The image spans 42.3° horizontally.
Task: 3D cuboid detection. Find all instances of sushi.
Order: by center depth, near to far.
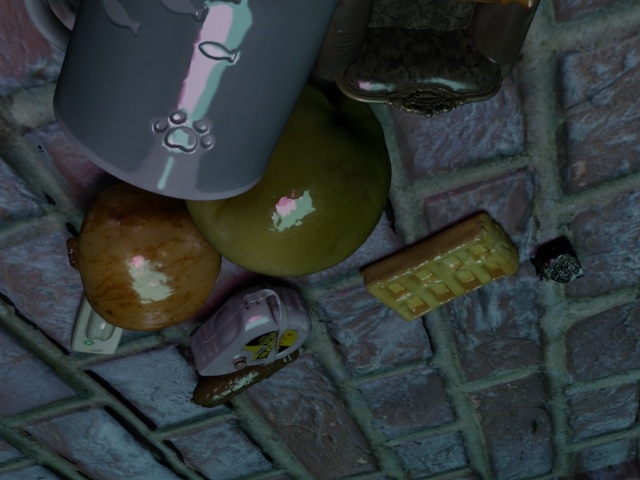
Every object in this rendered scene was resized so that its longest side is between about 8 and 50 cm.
[{"bbox_3d":[0.455,0.044,1.603,0.085,0.056,0.083,-24,142,16],"label":"sushi"}]

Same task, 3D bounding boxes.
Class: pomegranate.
[{"bbox_3d":[-0.266,0.022,1.254,0.248,0.248,0.248,-7,144,-5],"label":"pomegranate"}]

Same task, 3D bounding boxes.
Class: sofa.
[{"bbox_3d":[0.129,-0.281,0.980,0.258,0.182,0.200,-2,142,-12],"label":"sofa"}]

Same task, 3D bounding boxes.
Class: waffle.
[{"bbox_3d":[0.227,0.055,1.559,0.274,0.057,0.168,-27,140,21],"label":"waffle"}]

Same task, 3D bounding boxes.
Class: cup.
[{"bbox_3d":[-0.168,-0.256,0.895,0.357,0.259,0.274,34,123,5],"label":"cup"}]

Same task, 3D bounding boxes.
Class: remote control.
[{"bbox_3d":[-0.402,0.145,1.523,0.090,0.049,0.230,8,141,-20],"label":"remote control"}]

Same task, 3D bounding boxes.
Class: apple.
[{"bbox_3d":[-0.039,-0.078,1.164,0.295,0.233,0.258,19,135,-35],"label":"apple"}]

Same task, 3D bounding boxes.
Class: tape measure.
[{"bbox_3d":[-0.115,0.167,1.570,0.197,0.120,0.236,10,136,-43],"label":"tape measure"}]

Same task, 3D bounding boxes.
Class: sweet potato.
[{"bbox_3d":[-0.157,0.282,1.755,0.273,0.075,0.075,-27,141,17],"label":"sweet potato"}]

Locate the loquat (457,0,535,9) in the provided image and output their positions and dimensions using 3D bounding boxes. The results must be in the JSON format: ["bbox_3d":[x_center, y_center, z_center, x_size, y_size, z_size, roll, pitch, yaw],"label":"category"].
[{"bbox_3d":[0.151,-0.375,0.747,0.328,0.328,0.328,-7,144,-5],"label":"loquat"}]
